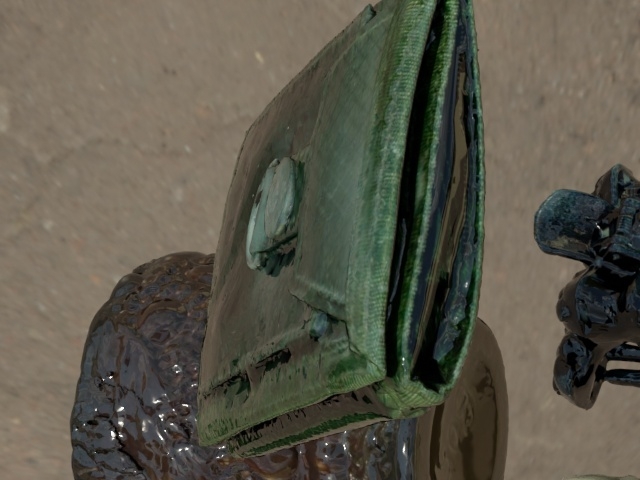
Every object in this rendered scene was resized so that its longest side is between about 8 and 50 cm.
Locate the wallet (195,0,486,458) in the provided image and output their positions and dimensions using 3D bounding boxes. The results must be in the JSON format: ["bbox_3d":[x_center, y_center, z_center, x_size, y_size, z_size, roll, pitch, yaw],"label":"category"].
[{"bbox_3d":[-0.003,0.000,0.667,0.055,0.236,0.160,12,75,-19],"label":"wallet"}]

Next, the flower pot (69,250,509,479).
[{"bbox_3d":[-0.011,0.141,1.274,0.267,0.266,0.267,1,77,25],"label":"flower pot"}]

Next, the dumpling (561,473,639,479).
[{"bbox_3d":[0.261,0.304,1.605,0.181,0.111,0.155,-32,66,2],"label":"dumpling"}]

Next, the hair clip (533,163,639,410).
[{"bbox_3d":[0.348,0.036,1.869,0.194,0.206,0.310,4,53,23],"label":"hair clip"}]
